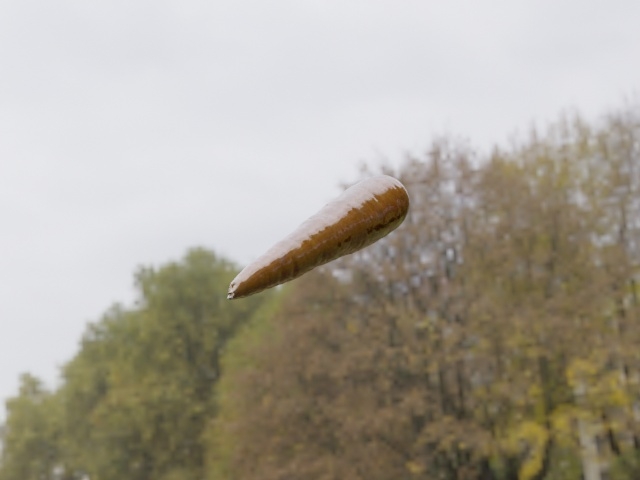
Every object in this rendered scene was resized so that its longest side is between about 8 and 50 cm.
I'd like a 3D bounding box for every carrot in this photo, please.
[{"bbox_3d":[0.000,0.000,1.049,0.048,0.048,0.216,-16,10,38],"label":"carrot"}]
